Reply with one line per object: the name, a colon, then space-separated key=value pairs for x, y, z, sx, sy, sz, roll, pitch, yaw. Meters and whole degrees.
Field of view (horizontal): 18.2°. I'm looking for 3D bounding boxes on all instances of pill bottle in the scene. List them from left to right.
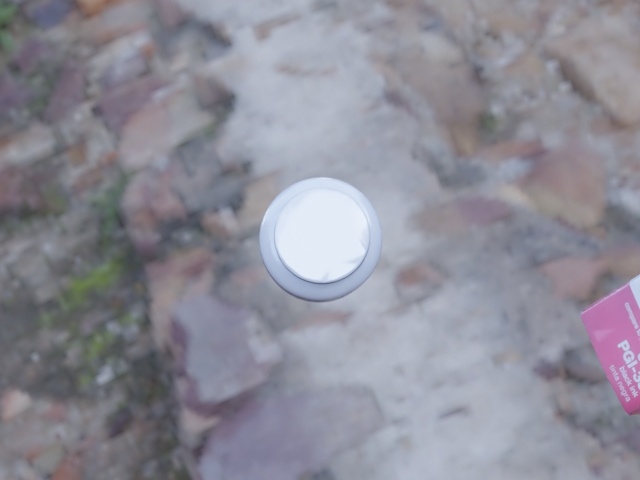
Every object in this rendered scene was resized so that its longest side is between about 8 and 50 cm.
pill bottle: x=0.000 y=0.000 z=1.810 sx=0.112 sy=0.112 sz=0.187 roll=-23 pitch=-2 yaw=-1

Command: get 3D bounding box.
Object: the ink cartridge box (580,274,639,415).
ink cartridge box: x=0.421 y=0.051 z=1.876 sx=0.283 sy=0.117 sz=0.207 roll=-35 pitch=-24 yaw=33
